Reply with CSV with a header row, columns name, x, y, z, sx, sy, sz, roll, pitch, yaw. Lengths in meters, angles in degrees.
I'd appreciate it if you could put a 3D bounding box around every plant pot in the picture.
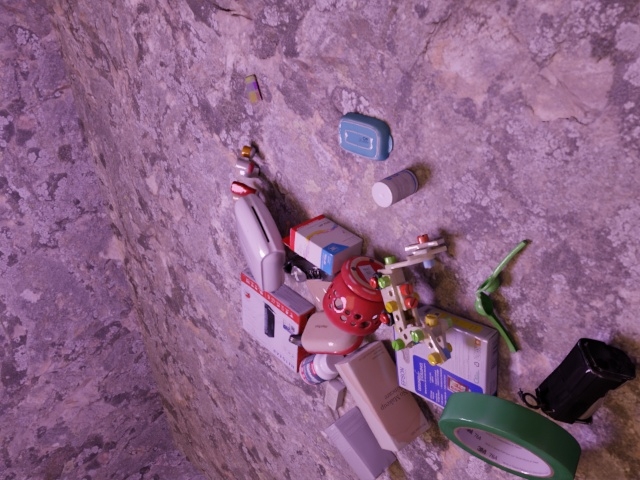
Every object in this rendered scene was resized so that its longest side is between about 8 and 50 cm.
name,x,y,z,sx,sy,sz,roll,pitch,yaw
plant pot,0.122,0.153,1.598,0.191,0.191,0.174,44,130,23

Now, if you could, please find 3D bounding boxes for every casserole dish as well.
name,x,y,z,sx,sy,sz,roll,pitch,yaw
casserole dish,0.110,-0.275,1.468,0.188,0.037,0.114,26,130,38

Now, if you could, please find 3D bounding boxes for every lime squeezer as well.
name,x,y,z,sx,sy,sz,roll,pitch,yaw
lime squeezer,0.426,0.133,1.324,0.110,0.059,0.310,21,126,42

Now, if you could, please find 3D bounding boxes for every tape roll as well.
name,x,y,z,sx,sy,sz,roll,pitch,yaw
tape roll,0.451,0.479,1.327,0.321,0.077,0.321,24,153,13

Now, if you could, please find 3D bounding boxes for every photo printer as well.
name,x,y,z,sx,sy,sz,roll,pitch,yaw
photo printer,-0.205,0.006,1.862,0.307,0.107,0.256,99,147,-61

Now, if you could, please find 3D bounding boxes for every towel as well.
name,x,y,z,sx,sy,sz,roll,pitch,yaw
towel,-0.215,-0.481,1.751,0.060,0.009,0.083,2,112,50

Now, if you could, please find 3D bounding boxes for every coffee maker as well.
name,x,y,z,sx,sy,sz,roll,pitch,yaw
coffee maker,0.555,0.308,1.181,0.120,0.171,0.178,-118,34,-42

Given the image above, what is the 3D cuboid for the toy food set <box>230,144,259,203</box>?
name,x,y,z,sx,sy,sz,roll,pitch,yaw
toy food set,-0.237,-0.200,1.882,0.105,0.111,0.232,18,119,6

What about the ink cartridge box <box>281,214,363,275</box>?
name,x,y,z,sx,sy,sz,roll,pitch,yaw
ink cartridge box,0.000,0.000,1.685,0.231,0.134,0.078,32,133,34

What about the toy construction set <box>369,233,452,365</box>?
name,x,y,z,sx,sy,sz,roll,pitch,yaw
toy construction set,0.240,0.149,1.413,0.215,0.151,0.327,-11,81,64

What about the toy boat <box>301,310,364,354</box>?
name,x,y,z,sx,sy,sz,roll,pitch,yaw
toy boat,0.057,0.326,1.837,0.231,0.151,0.151,-10,139,47

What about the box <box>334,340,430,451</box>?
name,x,y,z,sx,sy,sz,roll,pitch,yaw
box,0.193,0.488,1.732,0.311,0.148,0.121,59,157,3

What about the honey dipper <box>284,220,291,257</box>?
name,x,y,z,sx,sy,sz,roll,pitch,yaw
honey dipper,-0.125,-0.004,1.920,0.030,0.030,0.160,38,135,30

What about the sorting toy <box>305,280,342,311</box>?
name,x,y,z,sx,sy,sz,roll,pitch,yaw
sorting toy,0.011,0.135,1.843,0.193,0.038,0.208,62,148,1

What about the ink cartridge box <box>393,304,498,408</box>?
name,x,y,z,sx,sy,sz,roll,pitch,yaw
ink cartridge box,0.346,0.338,1.540,0.307,0.072,0.303,21,128,45

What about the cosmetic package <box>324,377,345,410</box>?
name,x,y,z,sx,sy,sz,roll,pitch,yaw
cosmetic package,0.054,0.576,2.053,0.060,0.041,0.115,37,136,31

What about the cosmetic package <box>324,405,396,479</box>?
name,x,y,z,sx,sy,sz,roll,pitch,yaw
cosmetic package,0.144,0.737,1.976,0.238,0.127,0.107,53,142,15

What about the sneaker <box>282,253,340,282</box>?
name,x,y,z,sx,sy,sz,roll,pitch,yaw
sneaker,-0.036,0.100,1.747,0.234,0.106,0.078,16,126,49

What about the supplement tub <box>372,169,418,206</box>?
name,x,y,z,sx,sy,sz,roll,pitch,yaw
supplement tub,0.191,-0.133,1.397,0.071,0.107,0.071,28,131,38

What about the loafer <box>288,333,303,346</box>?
name,x,y,z,sx,sy,sz,roll,pitch,yaw
loafer,-0.028,0.342,1.942,0.062,0.170,0.061,-94,8,-71

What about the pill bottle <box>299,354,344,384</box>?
name,x,y,z,sx,sy,sz,roll,pitch,yaw
pill bottle,0.009,0.453,1.976,0.108,0.108,0.180,58,143,6

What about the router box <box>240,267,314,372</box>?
name,x,y,z,sx,sy,sz,roll,pitch,yaw
router box,-0.169,0.300,2.115,0.335,0.082,0.301,31,133,35
